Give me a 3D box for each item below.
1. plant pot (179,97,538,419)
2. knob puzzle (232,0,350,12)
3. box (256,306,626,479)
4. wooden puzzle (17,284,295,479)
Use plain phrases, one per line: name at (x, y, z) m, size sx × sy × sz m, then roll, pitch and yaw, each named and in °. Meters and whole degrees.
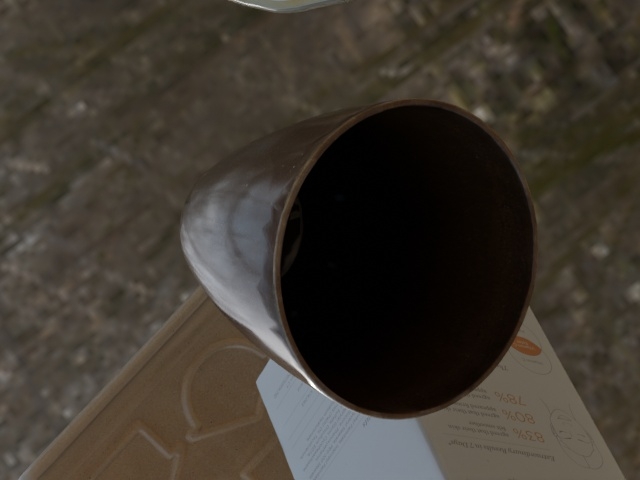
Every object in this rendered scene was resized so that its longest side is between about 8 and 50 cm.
plant pot at (0.000, 0.000, 1.387) m, size 0.230 × 0.215 × 0.215 m, roll 12°, pitch 144°, yaw 57°
knob puzzle at (-0.017, -0.243, 1.357) m, size 0.213 × 0.213 × 0.030 m, roll 54°, pitch -169°, yaw 27°
box at (0.116, 0.199, 1.683) m, size 0.215 × 0.168 × 0.345 m, roll 13°, pitch -146°, yaw -32°
wooden puzzle at (-0.114, 0.250, 2.094) m, size 0.348 × 0.322 × 0.080 m, roll 48°, pitch 168°, yaw -24°
